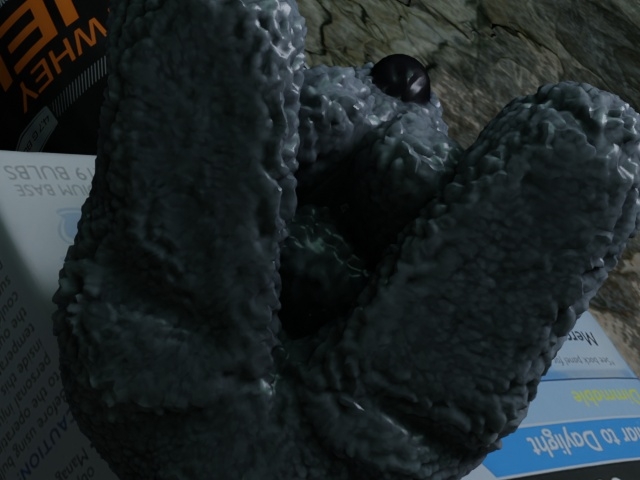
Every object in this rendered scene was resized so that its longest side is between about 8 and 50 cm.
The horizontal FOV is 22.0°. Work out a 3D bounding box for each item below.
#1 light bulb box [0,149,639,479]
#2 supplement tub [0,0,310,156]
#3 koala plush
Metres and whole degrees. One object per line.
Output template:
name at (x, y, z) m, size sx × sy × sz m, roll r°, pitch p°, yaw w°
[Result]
light bulb box at (0.003, 0.166, 0.773) m, size 0.358 × 0.225 × 0.361 m, roll -1°, pitch 47°, yaw -45°
supplement tub at (-0.123, -0.100, 1.016) m, size 0.194 × 0.193 × 0.316 m, roll -9°, pitch 55°, yaw -50°
koala plush at (0.000, 0.000, 0.642) m, size 0.196 × 0.203 × 0.221 m, roll 22°, pitch 13°, yaw -2°
